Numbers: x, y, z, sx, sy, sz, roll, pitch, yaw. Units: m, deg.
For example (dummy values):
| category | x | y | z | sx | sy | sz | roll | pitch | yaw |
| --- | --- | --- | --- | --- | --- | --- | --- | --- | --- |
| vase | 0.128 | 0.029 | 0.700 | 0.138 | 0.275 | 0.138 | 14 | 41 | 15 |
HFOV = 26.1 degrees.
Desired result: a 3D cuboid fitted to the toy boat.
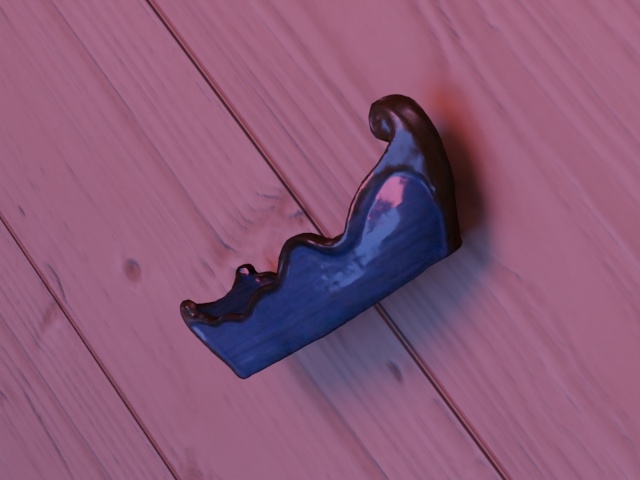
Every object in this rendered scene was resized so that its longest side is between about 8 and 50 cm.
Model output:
| category | x | y | z | sx | sy | sz | roll | pitch | yaw |
| --- | --- | --- | --- | --- | --- | --- | --- | --- | --- |
| toy boat | 0.000 | 0.000 | 0.676 | 0.185 | 0.075 | 0.077 | -34 | 91 | 45 |
